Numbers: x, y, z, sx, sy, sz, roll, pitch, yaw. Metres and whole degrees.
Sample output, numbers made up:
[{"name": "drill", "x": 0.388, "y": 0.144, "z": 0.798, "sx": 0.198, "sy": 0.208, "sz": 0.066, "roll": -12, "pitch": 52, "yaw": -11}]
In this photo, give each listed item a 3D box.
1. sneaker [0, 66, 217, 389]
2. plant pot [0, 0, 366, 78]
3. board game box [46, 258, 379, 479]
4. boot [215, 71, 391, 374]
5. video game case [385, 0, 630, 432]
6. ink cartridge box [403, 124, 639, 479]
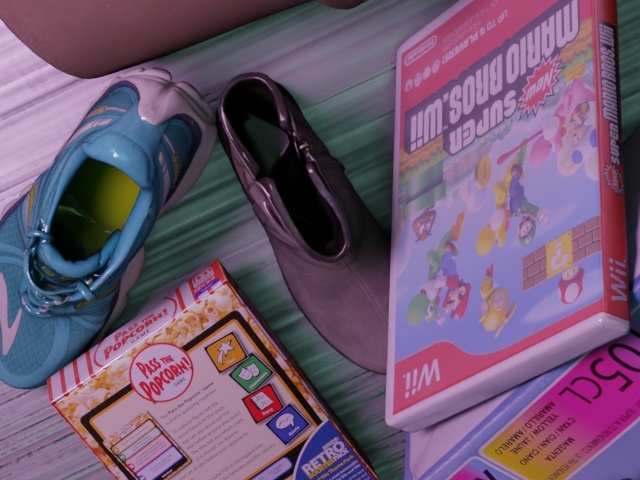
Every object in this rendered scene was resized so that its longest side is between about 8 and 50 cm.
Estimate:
[{"name": "sneaker", "x": -0.168, "y": 0.003, "z": 1.110, "sx": 0.107, "sy": 0.110, "sz": 0.275, "roll": 31, "pitch": 126, "yaw": -3}, {"name": "plant pot", "x": -0.098, "y": -0.221, "z": 1.070, "sx": 0.229, "sy": 0.263, "sz": 0.263, "roll": -32, "pitch": 98, "yaw": 20}, {"name": "board game box", "x": -0.073, "y": 0.132, "z": 1.175, "sx": 0.147, "sy": 0.045, "sz": 0.193, "roll": -34, "pitch": 112, "yaw": 1}, {"name": "boot", "x": 0.000, "y": 0.000, "z": 1.125, "sx": 0.083, "sy": 0.161, "sz": 0.246, "roll": -33, "pitch": 98, "yaw": 2}, {"name": "video game case", "x": 0.111, "y": -0.043, "z": 1.049, "sx": 0.025, "sy": 0.204, "sz": 0.285, "roll": 19, "pitch": 58, "yaw": -28}, {"name": "ink cartridge box", "x": 0.289, "y": 0.131, "z": 1.091, "sx": 0.395, "sy": 0.151, "sz": 0.270, "roll": 28, "pitch": 129, "yaw": -18}]
